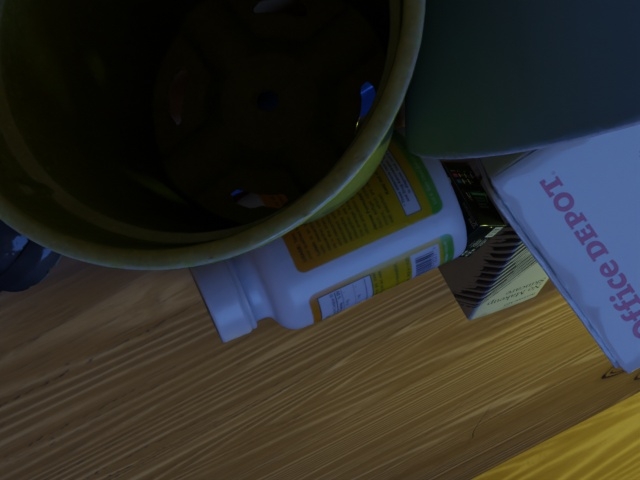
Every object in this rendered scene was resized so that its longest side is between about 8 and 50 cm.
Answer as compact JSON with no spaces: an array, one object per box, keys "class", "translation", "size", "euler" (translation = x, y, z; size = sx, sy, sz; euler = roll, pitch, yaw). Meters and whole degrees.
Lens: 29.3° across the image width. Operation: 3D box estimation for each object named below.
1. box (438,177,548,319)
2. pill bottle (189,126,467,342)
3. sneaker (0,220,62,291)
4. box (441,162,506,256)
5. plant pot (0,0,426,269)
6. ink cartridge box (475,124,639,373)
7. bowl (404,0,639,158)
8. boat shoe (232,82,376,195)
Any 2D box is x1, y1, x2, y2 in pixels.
[{"class":"box","translation":[0.232,-0.019,1.418],"size":[0.113,0.094,0.275],"euler":[-18,155,-20]},{"class":"pill bottle","translation":[0.000,0.000,1.147],"size":[0.245,0.136,0.136],"euler":[-24,157,-8]},{"class":"sneaker","translation":[-0.304,0.023,0.948],"size":[0.106,0.101,0.267],"euler":[27,126,-36]},{"class":"box","translation":[0.145,-0.032,1.307],"size":[0.052,0.083,0.062],"euler":[-1,146,-49]},{"class":"plant pot","translation":[-0.057,-0.109,0.737],"size":[0.276,0.276,0.254],"euler":[-31,168,7]},{"class":"ink cartridge box","translation":[0.369,-0.100,1.151],"size":[0.395,0.166,0.285],"euler":[-32,120,12]},{"class":"bowl","translation":[0.177,-0.180,0.767],"size":[0.311,0.163,0.311],"euler":[-19,-166,5]},{"class":"boat shoe","translation":[-0.025,-0.115,0.948],"size":[0.258,0.089,0.109],"euler":[-32,171,-4]}]
